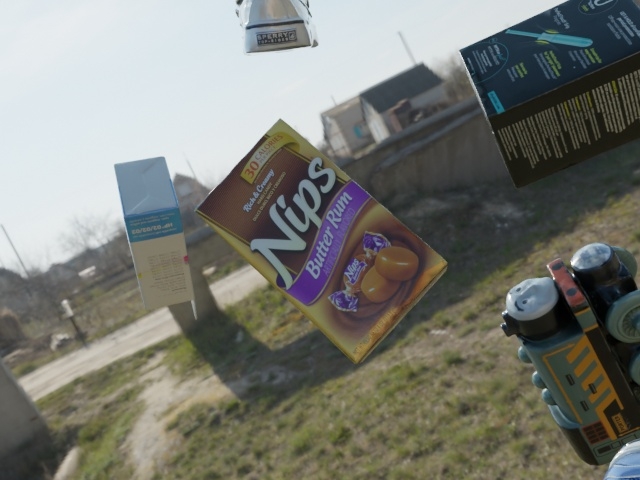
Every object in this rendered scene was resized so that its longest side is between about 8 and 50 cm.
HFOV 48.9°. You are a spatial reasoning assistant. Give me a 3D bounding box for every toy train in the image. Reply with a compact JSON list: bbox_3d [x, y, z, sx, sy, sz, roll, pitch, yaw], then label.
[{"bbox_3d":[0.370,0.155,0.922,0.190,0.334,0.142,-29,29,13],"label":"toy train"}]

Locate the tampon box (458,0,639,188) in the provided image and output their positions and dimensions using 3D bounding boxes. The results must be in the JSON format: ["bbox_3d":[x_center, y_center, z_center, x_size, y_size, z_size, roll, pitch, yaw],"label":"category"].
[{"bbox_3d":[0.237,-0.150,0.682,0.161,0.101,0.120,-22,43,15],"label":"tampon box"}]

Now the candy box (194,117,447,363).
[{"bbox_3d":[0.000,0.000,0.587,0.109,0.187,0.053,-48,-13,-1],"label":"candy box"}]

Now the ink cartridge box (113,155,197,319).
[{"bbox_3d":[-0.192,0.006,0.828,0.062,0.181,0.104,-12,43,-13],"label":"ink cartridge box"}]

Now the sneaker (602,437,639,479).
[{"bbox_3d":[0.272,0.210,0.440,0.211,0.080,0.081,27,22,39],"label":"sneaker"}]

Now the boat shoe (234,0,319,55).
[{"bbox_3d":[-0.047,-0.250,0.774,0.095,0.084,0.258,-9,15,-5],"label":"boat shoe"}]
